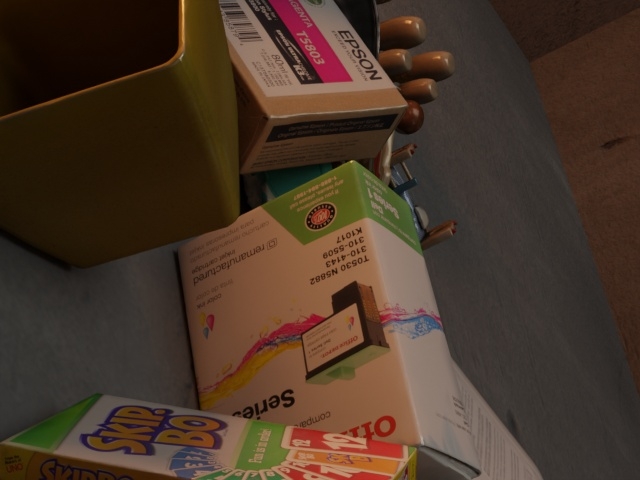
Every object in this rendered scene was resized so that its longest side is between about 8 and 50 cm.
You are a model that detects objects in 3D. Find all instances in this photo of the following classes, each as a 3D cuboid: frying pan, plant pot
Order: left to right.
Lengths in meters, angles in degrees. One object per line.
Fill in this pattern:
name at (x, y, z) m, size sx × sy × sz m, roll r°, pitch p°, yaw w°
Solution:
plant pot at (-0.163, -0.103, 0.902) m, size 0.187 × 0.212 × 0.212 m, roll 63°, pitch 16°, yaw -45°
frying pan at (0.006, -0.239, 1.444) m, size 0.053 × 0.197 × 0.326 m, roll 4°, pitch 26°, yaw -19°

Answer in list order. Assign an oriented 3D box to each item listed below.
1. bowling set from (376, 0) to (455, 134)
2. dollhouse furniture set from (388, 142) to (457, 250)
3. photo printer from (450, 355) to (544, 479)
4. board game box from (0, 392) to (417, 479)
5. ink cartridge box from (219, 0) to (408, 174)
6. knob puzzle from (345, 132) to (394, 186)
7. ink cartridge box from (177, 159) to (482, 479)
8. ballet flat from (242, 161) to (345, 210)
bowling set at (0.085, -0.256, 1.810) m, size 0.287 × 0.154 × 0.199 m, roll 43°, pitch 48°, yaw -48°
dollhouse furniture set at (0.085, -0.028, 1.472) m, size 0.129 × 0.129 × 0.183 m, roll 62°, pitch 13°, yaw -7°
photo printer at (0.129, 0.235, 1.297) m, size 0.307 × 0.107 × 0.256 m, roll 52°, pitch 20°, yaw -12°
board game box at (-0.079, 0.142, 0.746) m, size 0.124 × 0.259 × 0.039 m, roll -22°, pitch 115°, yaw -70°
ink cartridge box at (-0.049, -0.190, 1.245) m, size 0.193 × 0.088 × 0.234 m, roll -12°, pitch 58°, yaw -39°
knob puzzle at (0.029, -0.054, 1.384) m, size 0.030 × 0.213 × 0.213 m, roll 16°, pitch 42°, yaw -20°
ink cartridge box at (0.000, 0.102, 1.034) m, size 0.117 × 0.201 × 0.278 m, roll 36°, pitch 35°, yaw -51°
ballet flat at (0.000, 0.000, 1.270) m, size 0.147 × 0.147 × 0.409 m, roll 39°, pitch 30°, yaw -49°
